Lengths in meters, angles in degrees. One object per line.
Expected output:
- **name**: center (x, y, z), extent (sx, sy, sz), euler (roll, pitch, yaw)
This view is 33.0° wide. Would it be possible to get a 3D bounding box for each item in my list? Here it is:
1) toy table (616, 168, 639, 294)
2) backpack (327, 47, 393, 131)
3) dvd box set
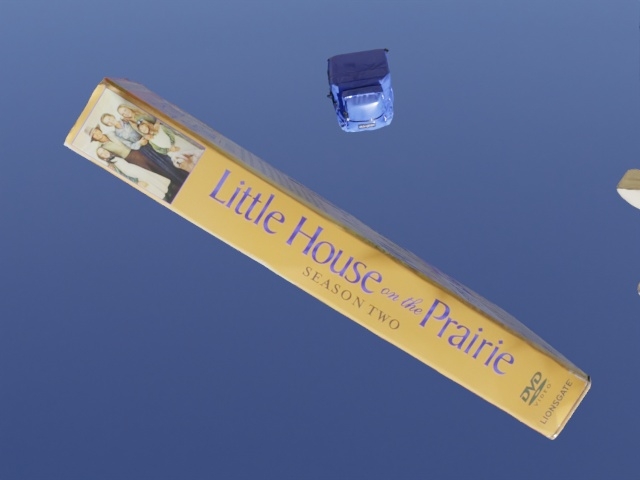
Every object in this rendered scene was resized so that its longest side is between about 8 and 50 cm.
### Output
- **toy table**: center (0.426, -0.005, 1.076), extent (0.274, 0.161, 0.252), euler (-7, -132, 56)
- **backpack**: center (0.060, -0.212, 1.615), extent (0.098, 0.120, 0.101), euler (-3, -120, 5)
- **dvd box set**: center (0.000, 0.000, 0.917), extent (0.420, 0.062, 0.307), euler (32, -177, -8)
